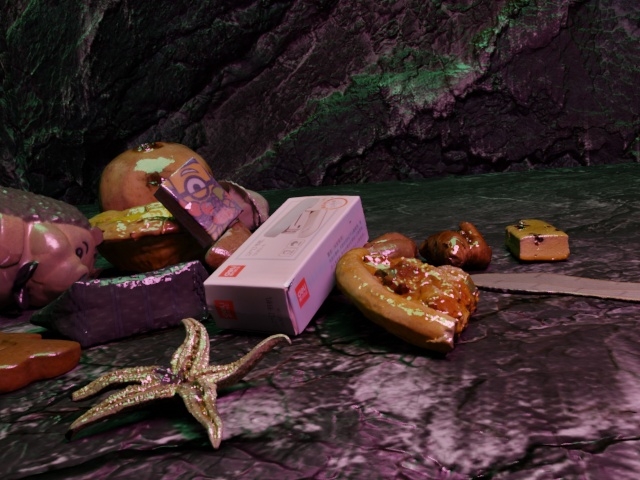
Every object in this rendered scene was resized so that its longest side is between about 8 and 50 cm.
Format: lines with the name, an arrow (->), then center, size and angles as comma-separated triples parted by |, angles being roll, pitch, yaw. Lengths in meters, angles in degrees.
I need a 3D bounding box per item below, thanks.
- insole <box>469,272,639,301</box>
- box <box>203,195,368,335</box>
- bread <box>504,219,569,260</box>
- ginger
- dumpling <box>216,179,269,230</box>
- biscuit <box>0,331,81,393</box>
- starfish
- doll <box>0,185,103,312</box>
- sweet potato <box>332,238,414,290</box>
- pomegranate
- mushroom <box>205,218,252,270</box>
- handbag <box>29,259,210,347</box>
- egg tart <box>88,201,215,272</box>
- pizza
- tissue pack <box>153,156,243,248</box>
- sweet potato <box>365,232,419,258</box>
insole -> 0.355, 0.064, 0.915 | 0.348, 0.009, 0.119 | 3, 12, 45
box -> -0.037, 0.027, 0.925 | 0.134, 0.079, 0.269 | 0, 29, 28
bread -> 0.388, -0.004, 1.193 | 0.087, 0.049, 0.226 | -5, 8, 7
ginger -> 0.238, 0.008, 1.129 | 0.103, 0.074, 0.162 | -7, 8, -12
dumpling -> -0.235, -0.102, 1.834 | 0.142, 0.173, 0.247 | -40, 18, -21
biscuit -> -0.457, 0.148, 0.773 | 0.278, 0.043, 0.301 | -13, 12, -39
starfish -> -0.131, 0.138, 0.625 | 0.223, 0.050, 0.217 | -20, 19, -14
doll -> -0.545, 0.022, 1.106 | 0.247, 0.248, 0.349 | 2, 6, 40
sweet potato -> 0.034, 0.050, 1.023 | 0.243, 0.077, 0.077 | -13, 10, -8
pomegranate -> -0.440, -0.126, 1.763 | 0.321, 0.323, 0.322 | -5, 9, 1
mushroom -> -0.164, 0.015, 1.292 | 0.072, 0.094, 0.210 | -42, 4, 14
handbag -> -0.279, 0.089, 0.959 | 0.270, 0.089, 0.175 | -10, 2, -29
egg tart -> -0.351, -0.008, 1.402 | 0.345, 0.133, 0.345 | -5, 10, 1
pizza -> 0.122, 0.061, 0.819 | 0.197, 0.058, 0.292 | 5, 16, -18
tissue pack -> -0.235, -0.073, 1.258 | 0.060, 0.148, 0.109 | -31, 16, 47
sweet potato -> 0.146, 0.022, 1.157 | 0.068, 0.068, 0.226 | 0, -3, 31
